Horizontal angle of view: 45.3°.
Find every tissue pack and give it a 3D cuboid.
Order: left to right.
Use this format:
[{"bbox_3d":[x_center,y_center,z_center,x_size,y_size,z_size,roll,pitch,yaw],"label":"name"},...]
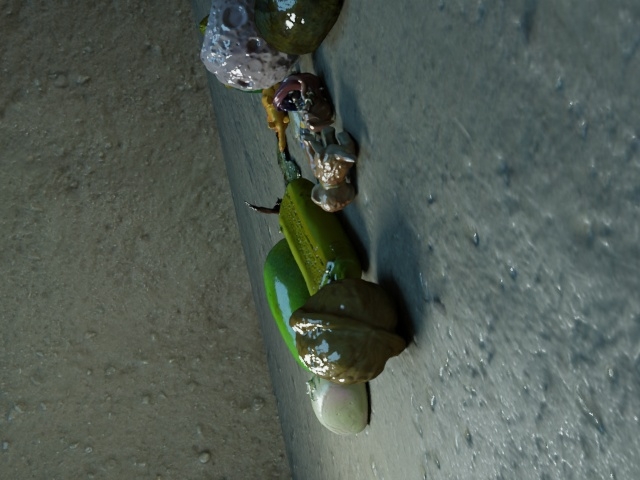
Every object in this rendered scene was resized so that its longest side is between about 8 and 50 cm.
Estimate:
[{"bbox_3d":[-0.030,-0.274,1.875,0.062,0.042,0.083,-88,0,-46],"label":"tissue pack"}]

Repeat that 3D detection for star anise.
[{"bbox_3d":[-0.145,-0.078,2.402,0.140,0.144,0.158,60,161,27],"label":"star anise"}]

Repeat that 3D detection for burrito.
[{"bbox_3d":[-0.062,-0.340,1.963,0.058,0.045,0.188,-123,20,-75],"label":"burrito"}]

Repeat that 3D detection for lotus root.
[{"bbox_3d":[-0.051,-0.465,1.536,0.275,0.152,0.160,133,114,-77],"label":"lotus root"}]

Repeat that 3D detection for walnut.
[{"bbox_3d":[0.058,0.188,1.608,0.257,0.257,0.224,131,157,-75],"label":"walnut"}]

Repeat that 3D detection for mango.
[{"bbox_3d":[-0.038,0.164,2.019,0.225,0.201,0.381,124,137,-63],"label":"mango"}]

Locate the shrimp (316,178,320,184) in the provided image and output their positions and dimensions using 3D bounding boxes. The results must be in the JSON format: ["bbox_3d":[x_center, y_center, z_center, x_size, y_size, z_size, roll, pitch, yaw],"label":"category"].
[{"bbox_3d":[0.008,-0.160,1.887,0.091,0.034,0.161,92,169,-58],"label":"shrimp"}]

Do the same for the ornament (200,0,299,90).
[{"bbox_3d":[-0.154,-0.477,1.788,0.259,0.225,0.259,-167,90,-80],"label":"ornament"}]

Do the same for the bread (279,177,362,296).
[{"bbox_3d":[0.000,0.000,1.877,0.383,0.112,0.166,62,140,47],"label":"bread"}]

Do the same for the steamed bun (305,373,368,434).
[{"bbox_3d":[0.038,0.420,2.087,0.170,0.153,0.238,-118,21,-52],"label":"steamed bun"}]

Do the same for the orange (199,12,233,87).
[{"bbox_3d":[-0.246,-0.574,2.247,0.179,0.159,0.237,38,-152,-57],"label":"orange"}]

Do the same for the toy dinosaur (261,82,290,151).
[{"bbox_3d":[-0.133,-0.389,2.182,0.117,0.071,0.288,139,122,-76],"label":"toy dinosaur"}]

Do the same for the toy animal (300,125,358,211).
[{"bbox_3d":[0.035,-0.129,1.648,0.184,0.104,0.185,-133,36,-53],"label":"toy animal"}]

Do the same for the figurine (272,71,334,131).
[{"bbox_3d":[-0.028,-0.317,1.740,0.157,0.114,0.126,35,-177,31],"label":"figurine"}]

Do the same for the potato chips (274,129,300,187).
[{"bbox_3d":[-0.098,-0.216,2.292,0.202,0.029,0.219,100,152,-67],"label":"potato chips"}]

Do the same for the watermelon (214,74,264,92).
[{"bbox_3d":[-0.261,-0.516,2.416,0.231,0.146,0.128,-158,55,-72],"label":"watermelon"}]
